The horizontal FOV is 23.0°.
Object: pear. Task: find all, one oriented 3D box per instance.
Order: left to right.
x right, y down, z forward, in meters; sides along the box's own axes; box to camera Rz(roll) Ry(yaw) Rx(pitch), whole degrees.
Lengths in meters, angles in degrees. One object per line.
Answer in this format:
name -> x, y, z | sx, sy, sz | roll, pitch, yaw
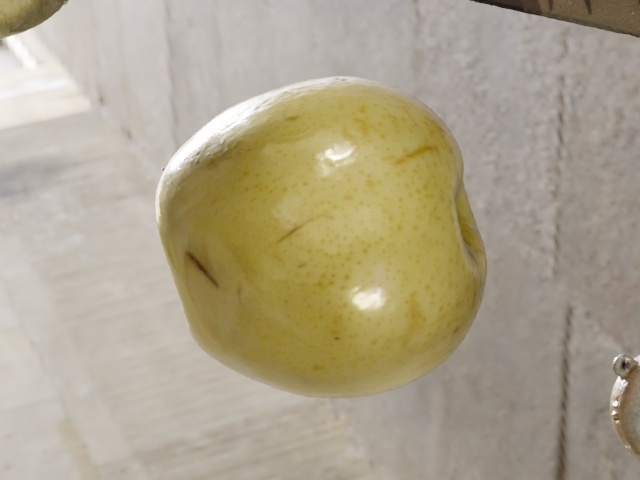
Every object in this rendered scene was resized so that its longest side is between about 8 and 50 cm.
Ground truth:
pear -> 0.000, 0.000, 1.433 | 0.309, 0.309, 0.309 | 166, 90, -71

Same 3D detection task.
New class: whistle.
whistle -> 0.335, 0.171, 1.374 | 0.220, 0.107, 0.057 | 39, 173, -9

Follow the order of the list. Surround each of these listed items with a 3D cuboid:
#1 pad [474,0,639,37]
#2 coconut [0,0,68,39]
pad -> 0.283, -0.314, 1.335 | 0.220, 0.330, 0.004 | 17, 159, 29
coconut -> -0.327, -0.266, 1.138 | 0.309, 0.297, 0.297 | 4, 108, 52
